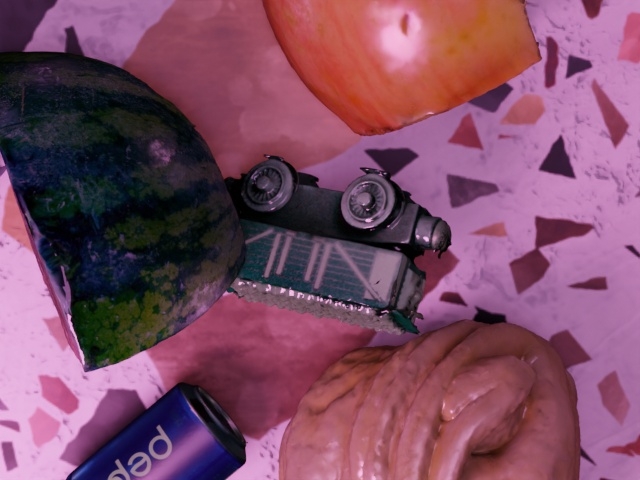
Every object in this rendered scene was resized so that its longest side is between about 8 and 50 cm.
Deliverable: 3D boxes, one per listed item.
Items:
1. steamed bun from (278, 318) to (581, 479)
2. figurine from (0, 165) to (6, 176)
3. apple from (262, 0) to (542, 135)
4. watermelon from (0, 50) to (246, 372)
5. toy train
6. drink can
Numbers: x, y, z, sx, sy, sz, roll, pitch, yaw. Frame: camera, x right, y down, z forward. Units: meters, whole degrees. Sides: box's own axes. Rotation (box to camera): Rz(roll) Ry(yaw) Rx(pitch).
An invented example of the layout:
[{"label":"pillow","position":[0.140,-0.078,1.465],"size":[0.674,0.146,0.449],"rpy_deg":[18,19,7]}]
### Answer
[{"label":"steamed bun","position":[0.126,0.261,1.797],"size":[0.372,0.230,0.324],"rpy_deg":[-20,101,-3]},{"label":"figurine","position":[-0.419,-0.014,1.774],"size":[0.128,0.184,0.208],"rpy_deg":[25,57,0]},{"label":"apple","position":[0.079,-0.292,1.750],"size":[0.252,0.314,0.309],"rpy_deg":[-42,108,-42]},{"label":"watermelon","position":[-0.206,-0.060,1.712],"size":[0.222,0.319,0.292],"rpy_deg":[-15,103,-11]},{"label":"toy train","position":[0.000,0.000,1.770],"size":[0.269,0.115,0.154],"rpy_deg":[12,77,22]},{"label":"drink can","position":[-0.185,0.254,1.826],"size":[0.205,0.118,0.118],"rpy_deg":[-40,98,0]}]
